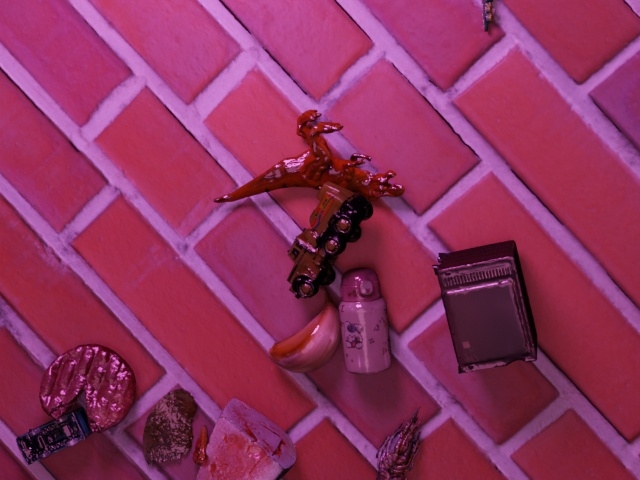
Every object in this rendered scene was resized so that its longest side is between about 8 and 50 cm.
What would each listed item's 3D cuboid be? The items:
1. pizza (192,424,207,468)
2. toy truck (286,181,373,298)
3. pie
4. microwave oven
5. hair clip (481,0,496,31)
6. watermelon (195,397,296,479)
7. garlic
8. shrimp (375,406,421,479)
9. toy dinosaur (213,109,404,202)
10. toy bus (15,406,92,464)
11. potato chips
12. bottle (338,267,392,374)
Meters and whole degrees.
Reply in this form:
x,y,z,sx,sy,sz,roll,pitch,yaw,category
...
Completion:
x,y,z,sx,sy,sz,roll,pitch,yaw,category
-0.284,0.501,1.984,0.029,0.099,0.100,6,100,-11,pizza
0.003,0.004,1.848,0.127,0.127,0.257,31,116,11,toy truck
-0.545,0.350,1.984,0.219,0.054,0.204,31,71,2,pie
0.360,0.138,1.815,0.178,0.188,0.247,-12,100,14,microwave oven
0.353,-0.536,1.793,0.049,0.049,0.172,-8,95,8,hair clip
-0.202,0.485,1.913,0.262,0.213,0.201,-29,93,10,watermelon
-0.011,0.229,1.918,0.115,0.128,0.206,40,94,-24,garlic
0.180,0.485,1.937,0.090,0.079,0.232,22,95,-1,shrimp
-0.026,-0.180,1.866,0.432,0.097,0.208,3,110,11,toy dinosaur
-0.641,0.472,2.029,0.160,0.092,0.079,-26,89,4,toy bus
-0.360,0.457,2.027,0.209,0.026,0.142,-42,93,11,potato chips
0.098,0.177,1.888,0.110,0.110,0.233,-5,97,8,bottle
